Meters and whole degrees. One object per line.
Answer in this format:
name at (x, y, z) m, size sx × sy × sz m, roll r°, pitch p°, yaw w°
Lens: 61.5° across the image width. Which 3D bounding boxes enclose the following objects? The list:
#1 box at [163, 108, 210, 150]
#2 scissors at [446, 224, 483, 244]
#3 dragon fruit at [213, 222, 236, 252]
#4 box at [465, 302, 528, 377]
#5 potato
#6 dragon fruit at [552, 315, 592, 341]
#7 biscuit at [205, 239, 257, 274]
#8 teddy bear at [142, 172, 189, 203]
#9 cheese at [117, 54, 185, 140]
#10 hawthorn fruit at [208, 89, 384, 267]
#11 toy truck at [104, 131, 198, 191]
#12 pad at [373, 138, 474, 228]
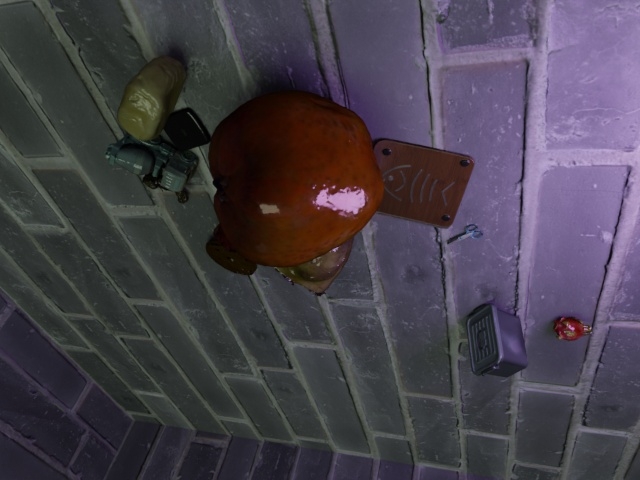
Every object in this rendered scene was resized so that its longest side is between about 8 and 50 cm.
box at (-0.406, -0.334, 1.627) m, size 0.125 × 0.027 × 0.126 m, roll -10°, pitch 131°, yaw 26°
scissors at (0.445, -0.013, 1.680) m, size 0.119 × 0.014 × 0.058 m, roll -26°, pitch 119°, yaw 36°
dragon fruit at (-0.278, -0.039, 1.879) m, size 0.127 × 0.120 × 0.161 m, roll 48°, pitch 118°, yaw 26°
box at (0.615, 0.355, 1.874) m, size 0.134 × 0.244 × 0.163 m, roll 16°, pitch 141°, yaw -17°
potato at (0.000, 0.000, 1.686) m, size 0.300 × 0.289 × 0.237 m, roll 30°, pitch 125°, yaw -28°
dragon fruit at (0.857, 0.302, 1.833) m, size 0.116 × 0.081 × 0.086 m, roll 8°, pitch 128°, yaw 13°
biscuit at (-0.334, 0.063, 2.014) m, size 0.212 × 0.036 × 0.212 m, roll 20°, pitch 151°, yaw 12°
teddy bear at (-0.507, -0.188, 1.792) m, size 0.160 × 0.078 × 0.119 m, roll 26°, pitch 174°, yaw -19°
cheese at (-0.442, -0.384, 1.435) m, size 0.117 × 0.214 × 0.226 m, roll 32°, pitch 132°, yaw -13°
hawthorn fruit at (-0.066, -0.166, 1.401) m, size 0.471 × 0.472 × 0.472 m, roll 10°, pitch 139°, yaw 9°
toy truck at (-0.526, -0.246, 1.678) m, size 0.256 × 0.140 × 0.108 m, roll 28°, pitch 138°, yaw -11°
pad at (0.277, -0.161, 1.576) m, size 0.283 × 0.018 × 0.287 m, roll 13°, pitch 138°, yaw 6°
